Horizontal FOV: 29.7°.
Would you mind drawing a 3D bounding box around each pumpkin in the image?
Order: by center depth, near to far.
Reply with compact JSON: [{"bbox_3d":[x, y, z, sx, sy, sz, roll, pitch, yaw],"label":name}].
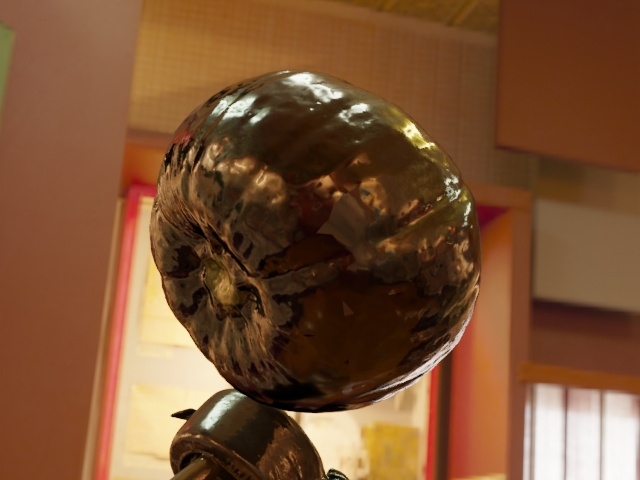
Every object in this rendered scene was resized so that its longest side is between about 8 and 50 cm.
[{"bbox_3d":[0.000,0.000,1.024,0.238,0.315,0.315,-33,6,-33],"label":"pumpkin"}]

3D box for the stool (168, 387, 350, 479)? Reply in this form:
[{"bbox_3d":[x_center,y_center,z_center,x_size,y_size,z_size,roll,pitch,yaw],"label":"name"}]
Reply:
[{"bbox_3d":[-0.071,0.251,1.231,0.228,0.139,0.153,13,-46,35],"label":"stool"}]
